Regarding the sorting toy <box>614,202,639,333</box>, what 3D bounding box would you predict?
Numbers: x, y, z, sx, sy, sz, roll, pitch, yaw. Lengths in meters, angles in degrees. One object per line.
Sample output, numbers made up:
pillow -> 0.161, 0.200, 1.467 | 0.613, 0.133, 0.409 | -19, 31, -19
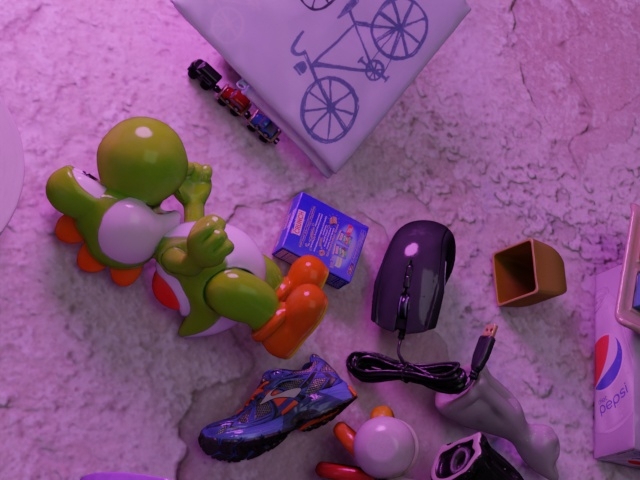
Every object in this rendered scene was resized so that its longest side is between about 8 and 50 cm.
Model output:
sorting toy -> 0.517, 0.063, 1.898 | 0.193, 0.038, 0.208 | 24, 59, -18

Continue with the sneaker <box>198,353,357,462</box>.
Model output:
sneaker -> -0.062, 0.208, 1.642 | 0.221, 0.083, 0.087 | -18, 67, -37

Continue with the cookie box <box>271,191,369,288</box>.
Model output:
cookie box -> 0.000, 0.000, 1.763 | 0.107, 0.040, 0.092 | 28, 61, -16

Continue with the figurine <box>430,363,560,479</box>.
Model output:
figurine -> 0.247, 0.287, 1.729 | 0.209, 0.092, 0.215 | 39, 33, -22

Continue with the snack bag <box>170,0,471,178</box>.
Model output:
snack bag -> 0.000, -0.310, 1.765 | 0.342, 0.037, 0.323 | 44, 78, -23

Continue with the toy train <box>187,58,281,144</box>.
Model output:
toy train -> -0.113, -0.187, 1.778 | 0.158, 0.036, 0.027 | 41, 58, -8

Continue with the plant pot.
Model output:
plant pot -> 0.305, 0.051, 1.882 | 0.083, 0.081, 0.081 | 11, 66, -36

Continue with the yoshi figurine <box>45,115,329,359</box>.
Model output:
yoshi figurine -> -0.149, -0.023, 1.609 | 0.362, 0.203, 0.203 | 30, 58, -9

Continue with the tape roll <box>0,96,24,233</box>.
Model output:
tape roll -> -0.488, -0.083, 1.509 | 0.286, 0.100, 0.286 | 9, 68, -24

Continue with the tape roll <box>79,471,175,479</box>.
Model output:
tape roll -> -0.144, 0.342, 1.423 | 0.275, 0.275, 0.090 | 26, 61, -17

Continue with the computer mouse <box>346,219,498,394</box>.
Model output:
computer mouse -> 0.151, 0.077, 1.746 | 0.184, 0.060, 0.262 | 12, 60, 19

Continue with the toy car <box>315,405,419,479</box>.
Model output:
toy car -> 0.065, 0.304, 1.639 | 0.136, 0.159, 0.182 | -17, 78, 4

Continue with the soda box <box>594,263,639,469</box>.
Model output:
soda box -> 0.459, 0.179, 1.903 | 0.098, 0.091, 0.286 | 15, 65, -24

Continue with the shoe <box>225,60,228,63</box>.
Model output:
shoe -> -0.044, -0.236, 1.827 | 0.219, 0.058, 0.076 | 24, 93, -13
